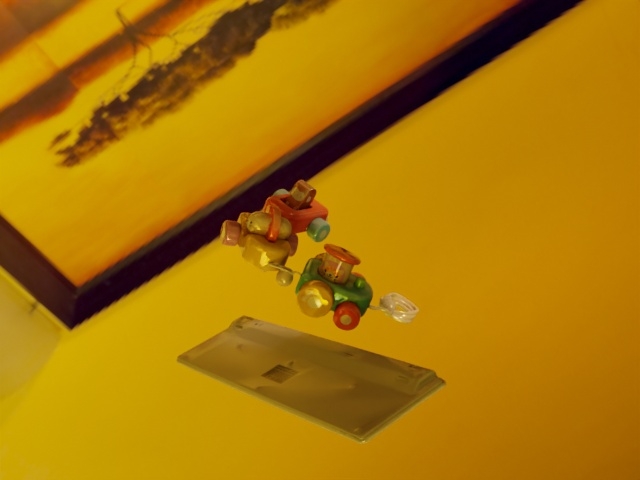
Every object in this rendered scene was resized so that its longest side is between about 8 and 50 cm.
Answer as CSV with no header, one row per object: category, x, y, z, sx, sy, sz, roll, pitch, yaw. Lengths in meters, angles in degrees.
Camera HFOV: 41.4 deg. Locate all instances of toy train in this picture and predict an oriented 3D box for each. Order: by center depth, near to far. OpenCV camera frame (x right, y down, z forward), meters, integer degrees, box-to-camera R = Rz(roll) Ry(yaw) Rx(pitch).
toy train,0.000,0.000,0.634,0.166,0.125,0.046,40,-59,35

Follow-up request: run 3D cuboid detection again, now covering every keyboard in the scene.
keyboard,-0.021,0.093,0.609,0.072,0.014,0.256,-34,-158,-27
